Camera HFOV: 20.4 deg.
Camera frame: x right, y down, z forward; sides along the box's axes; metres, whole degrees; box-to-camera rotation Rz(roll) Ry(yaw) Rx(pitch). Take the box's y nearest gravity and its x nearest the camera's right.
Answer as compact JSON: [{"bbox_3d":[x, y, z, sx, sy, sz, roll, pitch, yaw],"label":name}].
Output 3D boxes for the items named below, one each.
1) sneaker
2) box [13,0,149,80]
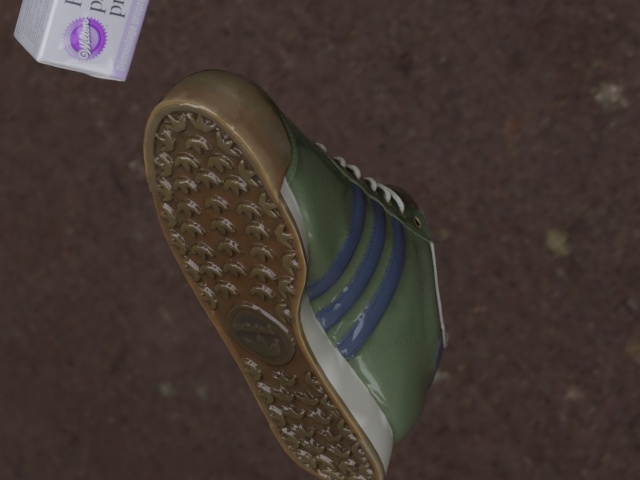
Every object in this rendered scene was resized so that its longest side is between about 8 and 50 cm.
[{"bbox_3d":[0.000,0.000,0.666,0.064,0.086,0.192,8,135,36],"label":"sneaker"},{"bbox_3d":[-0.114,-0.264,1.111,0.067,0.063,0.324,41,117,59],"label":"box"}]
